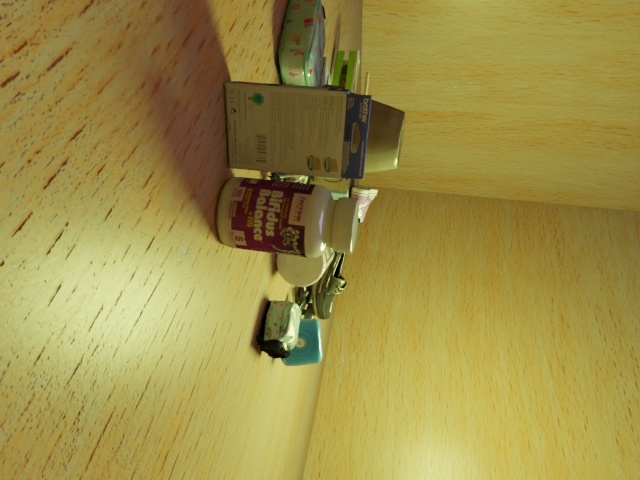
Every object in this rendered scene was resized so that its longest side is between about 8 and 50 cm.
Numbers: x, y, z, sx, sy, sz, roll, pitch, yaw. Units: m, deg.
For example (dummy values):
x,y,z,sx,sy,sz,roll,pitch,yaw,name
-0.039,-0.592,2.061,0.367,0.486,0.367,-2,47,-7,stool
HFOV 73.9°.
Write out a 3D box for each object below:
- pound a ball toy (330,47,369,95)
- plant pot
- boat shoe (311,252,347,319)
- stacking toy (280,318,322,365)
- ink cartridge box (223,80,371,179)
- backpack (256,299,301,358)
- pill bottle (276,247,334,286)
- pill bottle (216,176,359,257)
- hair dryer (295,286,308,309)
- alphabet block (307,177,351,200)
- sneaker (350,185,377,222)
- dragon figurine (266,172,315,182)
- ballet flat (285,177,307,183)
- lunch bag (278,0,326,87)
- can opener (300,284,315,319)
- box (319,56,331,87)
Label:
x,y,z,sx,sy,sz,roll,pitch,yaw,name
0.155,-0.784,2.123,0.136,0.208,0.319,64,33,-73,pound a ball toy
0.138,-0.357,1.461,0.323,0.280,0.323,9,90,-79,plant pot
0.044,0.188,1.906,0.132,0.130,0.356,-15,110,-66,boat shoe
-0.086,0.398,1.747,0.302,0.165,0.175,122,-36,-85,stacking toy
-0.049,-0.239,0.925,0.065,0.311,0.186,-62,158,-63,ink cartridge box
-0.133,0.289,1.413,0.152,0.115,0.182,75,20,-59,backpack
-0.042,0.048,1.598,0.318,0.176,0.176,-45,141,-75,pill bottle
-0.068,-0.050,0.974,0.169,0.301,0.169,6,90,-81,pill bottle
-0.087,0.195,1.841,0.224,0.080,0.294,112,-4,-62,hair dryer
0.051,-0.239,1.935,0.193,0.192,0.197,85,14,-59,alphabet block
0.183,-0.167,1.950,0.282,0.102,0.161,-23,123,-67,sneaker
-0.098,-0.236,1.331,0.289,0.144,0.085,-102,-174,-48,dragon figurine
-0.100,-0.167,1.459,0.077,0.091,0.241,42,44,-41,ballet flat
-0.047,-0.589,1.326,0.224,0.107,0.279,68,30,-71,lunch bag
-0.044,0.271,1.996,0.076,0.095,0.283,86,20,-51,can opener
-0.012,-0.548,1.637,0.290,0.087,0.169,59,39,-76,box
